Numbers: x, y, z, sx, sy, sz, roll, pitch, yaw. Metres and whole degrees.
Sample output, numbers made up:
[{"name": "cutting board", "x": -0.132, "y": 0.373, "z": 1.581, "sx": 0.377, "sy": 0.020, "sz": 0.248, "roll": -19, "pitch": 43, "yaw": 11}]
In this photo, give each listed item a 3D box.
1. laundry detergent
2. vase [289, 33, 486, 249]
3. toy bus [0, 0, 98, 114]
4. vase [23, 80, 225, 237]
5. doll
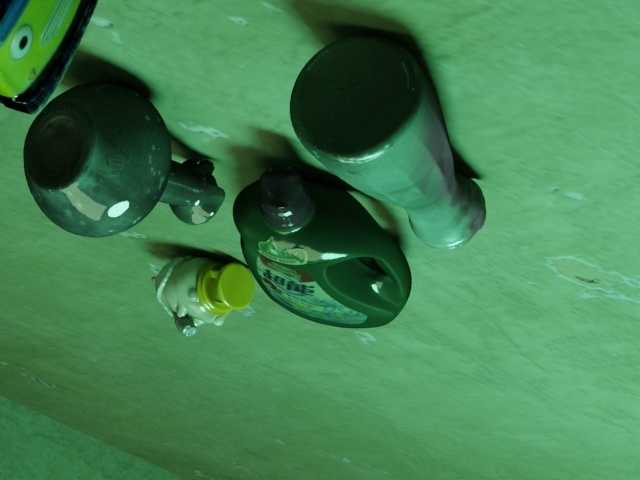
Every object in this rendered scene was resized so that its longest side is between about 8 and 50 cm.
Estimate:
[{"name": "laundry detergent", "x": 0.000, "y": 0.000, "z": 1.364, "sx": 0.144, "sy": 0.078, "sz": 0.222, "roll": 15, "pitch": 160, "yaw": 13}, {"name": "vase", "x": 0.056, "y": -0.053, "z": 1.124, "sx": 0.086, "sy": 0.086, "sz": 0.214, "roll": 13, "pitch": 166, "yaw": 25}, {"name": "toy bus", "x": -0.284, "y": -0.192, "z": 0.999, "sx": 0.287, "sy": 0.138, "sz": 0.175, "roll": 17, "pitch": 164, "yaw": 16}, {"name": "vase", "x": -0.145, "y": -0.055, "z": 1.329, "sx": 0.120, "sy": 0.120, "sz": 0.183, "roll": 9, "pitch": 176, "yaw": 35}, {"name": "doll", "x": -0.126, "y": 0.059, "z": 1.679, "sx": 0.127, "sy": 0.084, "sz": 0.073, "roll": -9, "pitch": 146, "yaw": 46}]
